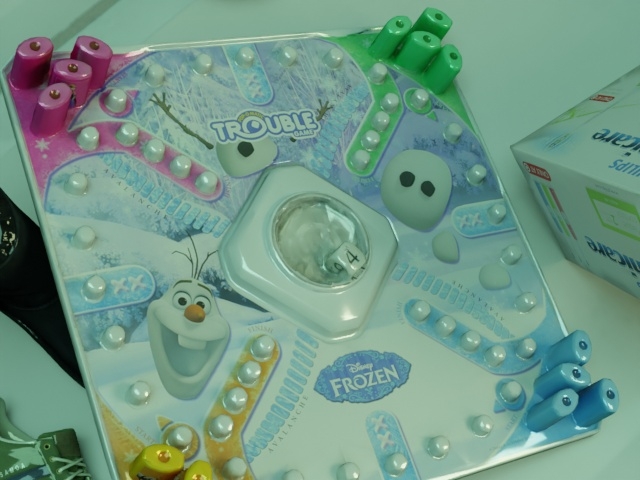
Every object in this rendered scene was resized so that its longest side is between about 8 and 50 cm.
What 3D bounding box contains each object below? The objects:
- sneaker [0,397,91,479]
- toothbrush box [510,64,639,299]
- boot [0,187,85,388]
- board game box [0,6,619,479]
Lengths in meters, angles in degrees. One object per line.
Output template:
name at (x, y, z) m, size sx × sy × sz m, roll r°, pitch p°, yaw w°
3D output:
sneaker at (-0.212, 0.190, 0.852) m, size 0.192 × 0.064 × 0.086 m, roll 25°, pitch 81°, yaw 16°
toothbrush box at (0.321, -0.079, 0.806) m, size 0.283 × 0.206 × 0.122 m, roll -33°, pitch 110°, yaw -4°
boot at (-0.209, 0.040, 0.826) m, size 0.246 × 0.207 × 0.094 m, roll 32°, pitch 80°, yaw 14°
board game box at (0.000, 0.000, 0.812) m, size 0.390 × 0.050 × 0.390 m, roll -10°, pitch 69°, yaw -27°
